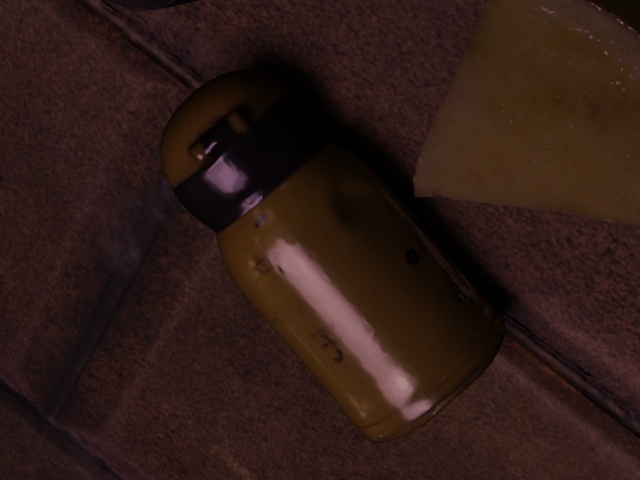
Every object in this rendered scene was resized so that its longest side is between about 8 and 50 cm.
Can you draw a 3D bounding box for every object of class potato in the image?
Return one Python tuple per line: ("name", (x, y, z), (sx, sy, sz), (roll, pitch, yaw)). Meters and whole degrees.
("potato", (0.228, -0.089, 1.134), (0.255, 0.112, 0.269), (30, 143, 8))

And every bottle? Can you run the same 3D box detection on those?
("bottle", (0.000, 0.000, 1.337), (0.351, 0.171, 0.171), (51, 137, -7))

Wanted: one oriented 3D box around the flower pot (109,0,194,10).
("flower pot", (-0.120, -0.288, 1.183), (0.269, 0.166, 0.269), (20, 135, 21))
